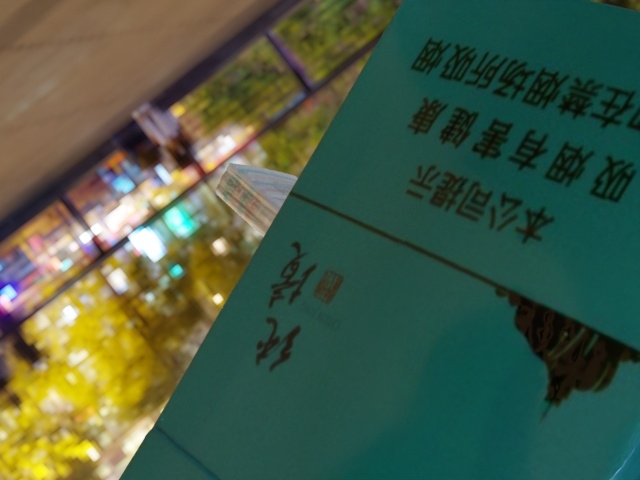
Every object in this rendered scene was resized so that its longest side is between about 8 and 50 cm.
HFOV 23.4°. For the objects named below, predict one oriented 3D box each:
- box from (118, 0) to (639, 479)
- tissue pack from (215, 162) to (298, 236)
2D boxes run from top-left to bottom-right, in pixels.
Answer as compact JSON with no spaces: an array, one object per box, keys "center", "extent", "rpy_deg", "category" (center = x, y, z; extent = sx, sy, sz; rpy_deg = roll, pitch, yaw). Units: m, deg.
[{"center":[0.029,0.041,0.407],"extent":[0.161,0.042,0.226],"rpy_deg":[27,-95,53],"category":"box"},{"center":[0.000,0.000,0.755],"extent":[0.056,0.108,0.023],"rpy_deg":[10,114,-48],"category":"tissue pack"}]
